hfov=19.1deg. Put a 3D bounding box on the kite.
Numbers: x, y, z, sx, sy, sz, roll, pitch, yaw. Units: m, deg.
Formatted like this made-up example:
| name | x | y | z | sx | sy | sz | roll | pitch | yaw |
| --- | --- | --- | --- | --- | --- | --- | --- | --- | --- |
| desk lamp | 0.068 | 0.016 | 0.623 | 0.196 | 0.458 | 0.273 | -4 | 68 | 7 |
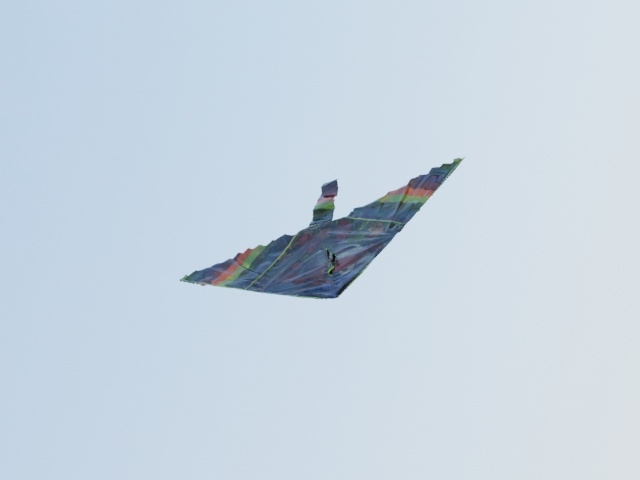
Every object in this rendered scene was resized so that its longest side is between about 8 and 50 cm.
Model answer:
| name | x | y | z | sx | sy | sz | roll | pitch | yaw |
| --- | --- | --- | --- | --- | --- | --- | --- | --- | --- |
| kite | 0.000 | 0.000 | 0.730 | 0.090 | 0.122 | 0.004 | -91 | -23 | -60 |
